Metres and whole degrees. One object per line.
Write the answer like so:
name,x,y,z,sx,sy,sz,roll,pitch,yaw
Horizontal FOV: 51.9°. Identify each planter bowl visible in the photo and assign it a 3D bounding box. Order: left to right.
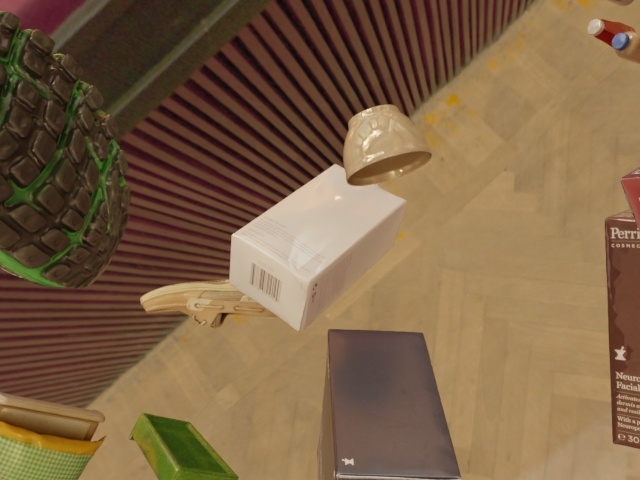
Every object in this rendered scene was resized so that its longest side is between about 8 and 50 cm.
planter bowl,0.111,-0.178,1.197,0.162,0.162,0.109,-17,79,11

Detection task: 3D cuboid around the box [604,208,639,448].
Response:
box,0.570,0.142,1.034,0.191,0.143,0.381,1,98,43

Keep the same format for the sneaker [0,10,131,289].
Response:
sneaker,-0.263,-0.094,0.403,0.146,0.134,0.343,-23,120,41

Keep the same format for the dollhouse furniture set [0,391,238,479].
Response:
dollhouse furniture set,-0.293,0.324,0.819,0.151,0.301,0.197,28,92,52

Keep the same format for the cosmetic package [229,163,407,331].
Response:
cosmetic package,0.000,0.000,1.479,0.217,0.385,0.156,32,134,24

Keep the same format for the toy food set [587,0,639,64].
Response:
toy food set,0.467,-0.345,0.979,0.105,0.111,0.232,5,68,-31

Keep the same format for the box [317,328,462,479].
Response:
box,0.094,0.373,1.097,0.179,0.343,0.312,2,119,-3

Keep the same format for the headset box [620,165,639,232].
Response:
headset box,0.547,-0.084,0.811,0.218,0.293,0.110,-29,101,-22

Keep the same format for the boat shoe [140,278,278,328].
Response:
boat shoe,-0.263,0.154,1.567,0.341,0.121,0.110,-7,82,8
